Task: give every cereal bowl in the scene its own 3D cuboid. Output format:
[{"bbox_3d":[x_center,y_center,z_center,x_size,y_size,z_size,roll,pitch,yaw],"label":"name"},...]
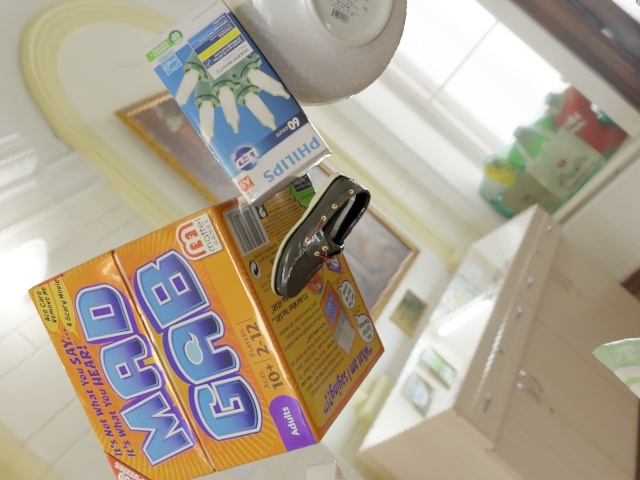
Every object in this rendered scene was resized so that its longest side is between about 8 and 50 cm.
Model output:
[{"bbox_3d":[0.009,-0.376,1.163,0.339,0.339,0.141,-48,31,-20],"label":"cereal bowl"}]

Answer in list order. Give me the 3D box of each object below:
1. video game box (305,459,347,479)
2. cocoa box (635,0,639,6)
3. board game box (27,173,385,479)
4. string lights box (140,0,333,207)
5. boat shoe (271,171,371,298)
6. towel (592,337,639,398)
[{"bbox_3d":[0.030,0.405,0.915,0.048,0.187,0.205,-19,34,16],"label":"video game box"},{"bbox_3d":[0.458,-0.358,0.637,0.231,0.227,0.347,161,124,-77],"label":"cocoa box"},{"bbox_3d":[-0.161,0.135,1.236,0.356,0.356,0.356,-22,4,23],"label":"board game box"},{"bbox_3d":[-0.112,-0.188,1.039,0.133,0.260,0.077,-36,-5,5],"label":"string lights box"},{"bbox_3d":[-0.001,-0.001,0.719,0.133,0.042,0.049,-57,-36,0],"label":"boat shoe"},{"bbox_3d":[0.552,0.210,0.970,0.325,0.247,0.038,-124,31,-59],"label":"towel"}]
